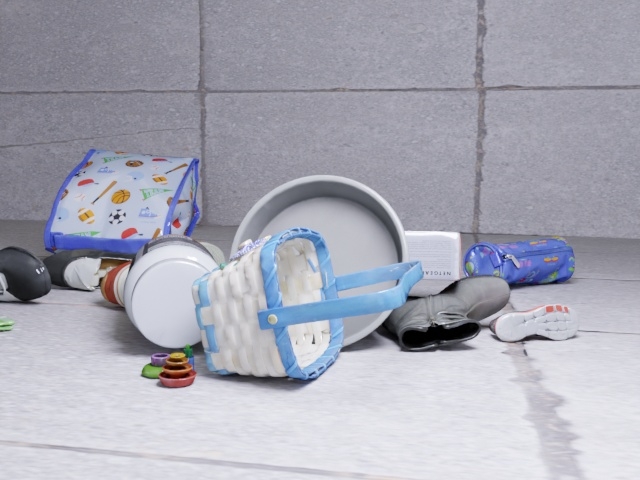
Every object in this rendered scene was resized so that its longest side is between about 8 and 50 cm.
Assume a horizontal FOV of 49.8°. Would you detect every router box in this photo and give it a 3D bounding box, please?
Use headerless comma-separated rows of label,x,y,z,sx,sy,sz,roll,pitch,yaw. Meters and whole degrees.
router box,0.095,0.023,1.303,0.335,0.082,0.301,1,0,11

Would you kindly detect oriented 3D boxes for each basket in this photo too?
basket,-0.012,0.080,0.944,0.289,0.201,0.255,-8,2,15

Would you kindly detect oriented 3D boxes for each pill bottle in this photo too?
pill bottle,-0.240,0.080,1.137,0.162,0.162,0.278,0,7,-13

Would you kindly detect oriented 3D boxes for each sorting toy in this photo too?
sorting toy,-0.196,0.161,0.912,0.061,0.042,0.102,-4,7,-38

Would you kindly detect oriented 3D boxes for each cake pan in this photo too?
cake pan,-0.002,0.038,1.123,0.293,0.293,0.054,2,-17,11

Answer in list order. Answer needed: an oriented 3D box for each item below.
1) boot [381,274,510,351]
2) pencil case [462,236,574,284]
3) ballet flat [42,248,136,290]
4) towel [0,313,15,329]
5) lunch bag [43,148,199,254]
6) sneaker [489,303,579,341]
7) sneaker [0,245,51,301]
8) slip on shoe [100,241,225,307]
boot,0.228,0.129,1.140,0.246,0.083,0.161,-13,12,-10
pencil case,0.495,0.054,1.691,0.306,0.119,0.133,-3,-17,-33
ballet flat,-0.493,0.069,1.579,0.280,0.095,0.096,-2,18,-26
towel,-0.607,0.142,1.182,0.113,0.023,0.152,-8,12,-43
lunch bag,-0.517,-0.069,1.849,0.328,0.239,0.385,2,28,1
sneaker,0.360,0.137,1.172,0.158,0.061,0.065,0,-1,-12
sneaker,-0.699,0.083,1.377,0.330,0.122,0.146,4,24,19
slip on shoe,-0.324,0.071,1.467,0.101,0.123,0.331,0,9,34
